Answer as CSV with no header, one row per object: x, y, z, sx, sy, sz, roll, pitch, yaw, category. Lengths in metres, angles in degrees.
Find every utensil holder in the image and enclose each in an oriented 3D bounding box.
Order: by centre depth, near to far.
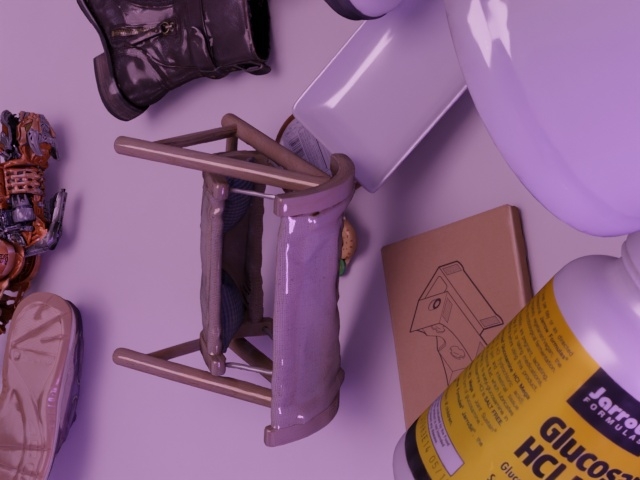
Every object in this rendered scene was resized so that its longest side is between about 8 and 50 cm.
0.338,-0.208,1.394,0.385,0.327,0.328,-19,71,35,utensil holder

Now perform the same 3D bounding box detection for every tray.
0.101,-0.185,1.849,0.270,0.030,0.145,-49,59,10,tray

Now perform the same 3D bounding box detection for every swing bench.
-0.068,0.032,1.865,0.254,0.165,0.253,22,116,39,swing bench

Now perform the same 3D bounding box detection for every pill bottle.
0.230,0.136,1.614,0.334,0.188,0.188,-49,55,24,pill bottle

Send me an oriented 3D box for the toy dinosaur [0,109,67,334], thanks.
-0.409,0.003,2.224,0.218,0.164,0.322,10,68,25,toy dinosaur

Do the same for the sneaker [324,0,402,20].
0.155,-0.411,1.757,0.257,0.169,0.447,16,84,41,sneaker

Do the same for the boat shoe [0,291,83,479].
-0.327,0.202,2.151,0.103,0.092,0.285,10,88,22,boat shoe

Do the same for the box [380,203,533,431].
0.138,0.083,1.813,0.164,0.021,0.201,-19,72,38,box

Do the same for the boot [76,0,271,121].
-0.157,-0.272,2.094,0.229,0.091,0.263,-23,72,30,boot

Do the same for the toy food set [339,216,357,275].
0.000,0.000,1.931,0.083,0.020,0.082,44,125,19,toy food set

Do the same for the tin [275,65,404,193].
0.026,-0.109,1.931,0.189,0.040,0.106,-36,66,31,tin
